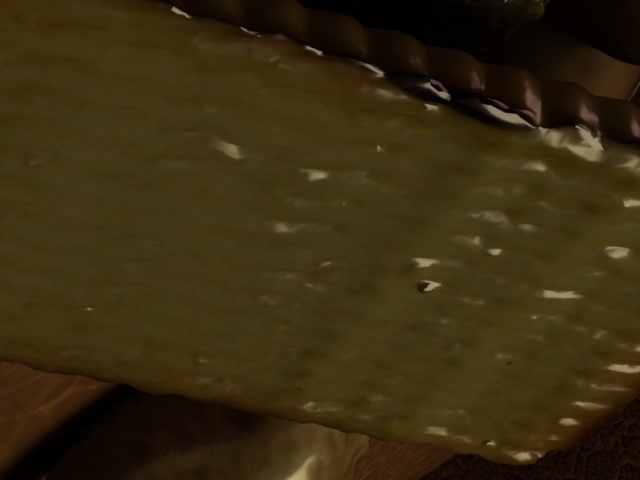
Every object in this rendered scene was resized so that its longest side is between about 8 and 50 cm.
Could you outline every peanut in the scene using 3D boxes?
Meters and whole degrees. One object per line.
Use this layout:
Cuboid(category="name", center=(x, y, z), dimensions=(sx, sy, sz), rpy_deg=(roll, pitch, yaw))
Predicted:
Cuboid(category="peanut", center=(-0.072, 0.143, 0.810), dimensions=(0.253, 0.137, 0.122), rpy_deg=(-32, 164, -10))

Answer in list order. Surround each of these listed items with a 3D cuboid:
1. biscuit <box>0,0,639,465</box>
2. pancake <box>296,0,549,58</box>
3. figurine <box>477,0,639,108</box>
Cuboid(category="biscuit", center=(0.000, 0.000, 0.420), dimensions=(0.254, 0.029, 0.172), rpy_deg=(15, 139, -18))
Cuboid(category="pancake", center=(0.011, -0.081, 0.386), dimensions=(0.108, 0.108, 0.017), rpy_deg=(-49, -163, 42))
Cuboid(category="figurine", center=(0.095, -0.047, 0.514), dimensions=(0.177, 0.173, 0.247), rpy_deg=(-31, 166, -21))
